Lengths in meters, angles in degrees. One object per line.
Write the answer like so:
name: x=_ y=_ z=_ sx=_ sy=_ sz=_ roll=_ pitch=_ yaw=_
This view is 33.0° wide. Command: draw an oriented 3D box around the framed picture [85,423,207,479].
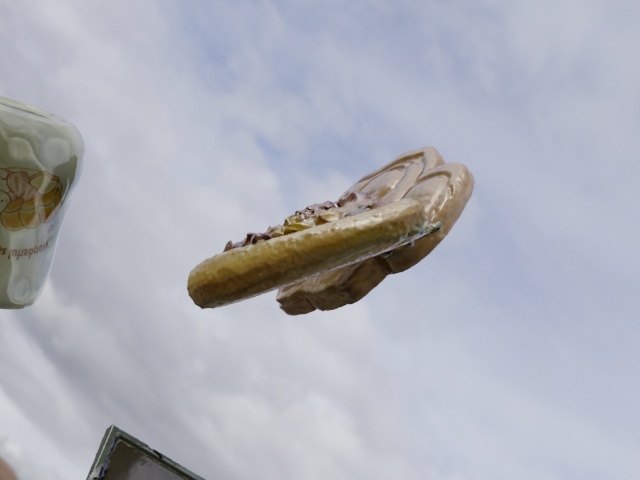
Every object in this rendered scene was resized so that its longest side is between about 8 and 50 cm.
framed picture: x=-0.187 y=0.355 z=1.155 sx=0.209 sy=0.281 sz=0.019 roll=36 pitch=-49 yaw=-16

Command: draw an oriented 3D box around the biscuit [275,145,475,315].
biscuit: x=0.057 y=-0.021 z=1.432 sx=0.051 sy=0.269 sz=0.376 roll=45 pitch=-31 yaw=-18

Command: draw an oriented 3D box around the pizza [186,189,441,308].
pizza: x=0.000 y=0.000 z=1.219 sx=0.289 sy=0.229 sz=0.081 roll=-20 pitch=-95 yaw=20

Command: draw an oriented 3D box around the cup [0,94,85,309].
cup: x=-0.391 y=-0.061 z=1.137 sx=0.255 sy=0.202 sz=0.173 roll=18 pitch=6 yaw=-7
